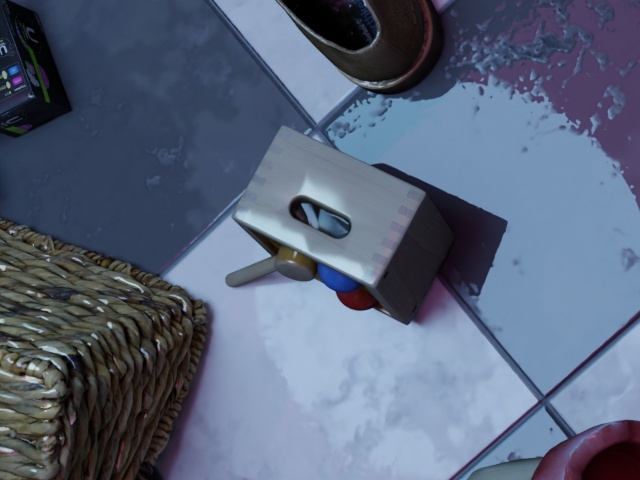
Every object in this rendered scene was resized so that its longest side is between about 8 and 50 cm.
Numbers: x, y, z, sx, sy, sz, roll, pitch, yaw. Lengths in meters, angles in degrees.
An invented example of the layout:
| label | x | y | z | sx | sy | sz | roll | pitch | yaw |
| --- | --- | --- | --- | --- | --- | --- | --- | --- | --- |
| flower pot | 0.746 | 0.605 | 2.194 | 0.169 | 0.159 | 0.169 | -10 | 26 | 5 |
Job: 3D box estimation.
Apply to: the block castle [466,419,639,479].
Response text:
| label | x | y | z | sx | sy | sz | roll | pitch | yaw |
| --- | --- | --- | --- | --- | --- | --- | --- | --- | --- |
| block castle | 0.219 | 0.330 | 0.985 | 0.453 | 0.213 | 0.303 | 41 | 70 | -11 |

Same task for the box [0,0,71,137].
| label | x | y | z | sx | sy | sz | roll | pitch | yaw |
| --- | --- | --- | --- | --- | --- | --- | --- | --- | --- |
| box | -0.229 | -0.126 | 1.390 | 0.052 | 0.062 | 0.083 | -25 | 78 | 15 |

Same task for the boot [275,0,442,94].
| label | x | y | z | sx | sy | sz | roll | pitch | yaw |
| --- | --- | --- | --- | --- | --- | --- | --- | --- | --- |
| boot | -0.032 | -0.237 | 1.303 | 0.112 | 0.115 | 0.305 | -41 | 73 | 14 |

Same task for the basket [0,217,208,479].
| label | x | y | z | sx | sy | sz | roll | pitch | yaw |
| --- | --- | --- | --- | --- | --- | --- | --- | --- | --- |
| basket | -0.260 | 0.113 | 1.332 | 0.299 | 0.223 | 0.213 | 18 | 109 | 18 |

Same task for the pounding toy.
| label | x | y | z | sx | sy | sz | roll | pitch | yaw |
| --- | --- | --- | --- | --- | --- | --- | --- | --- | --- |
| pounding toy | 0.000 | 0.000 | 1.273 | 0.141 | 0.130 | 0.100 | 26 | 82 | 20 |
